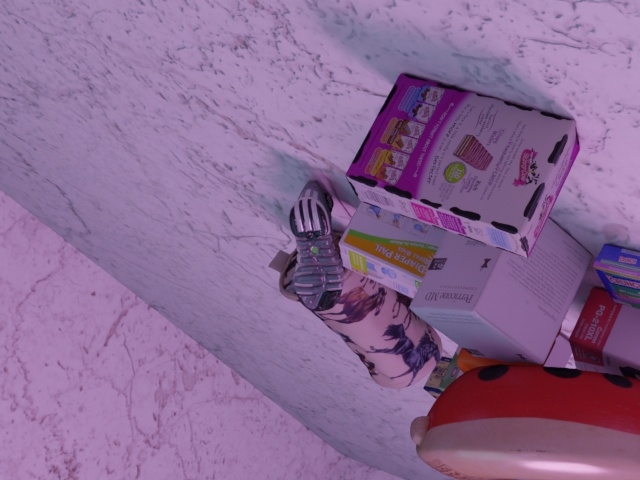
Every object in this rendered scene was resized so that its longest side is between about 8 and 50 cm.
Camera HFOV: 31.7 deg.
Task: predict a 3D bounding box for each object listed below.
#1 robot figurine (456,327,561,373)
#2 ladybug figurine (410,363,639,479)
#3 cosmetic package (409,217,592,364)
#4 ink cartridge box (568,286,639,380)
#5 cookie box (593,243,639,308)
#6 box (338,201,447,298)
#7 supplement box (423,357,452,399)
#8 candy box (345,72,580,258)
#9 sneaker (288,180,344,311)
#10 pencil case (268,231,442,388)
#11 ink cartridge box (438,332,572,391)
[{"bbox_3d":[0.299,0.161,1.767,0.128,0.219,0.158,13,155,44],"label":"robot figurine"},{"bbox_3d":[0.347,0.272,1.599,0.449,0.161,0.305,9,164,-13],"label":"ladybug figurine"},{"bbox_3d":[0.256,0.059,1.604,0.151,0.183,0.151,37,161,-25],"label":"cosmetic package"},{"bbox_3d":[0.509,0.180,1.693,0.237,0.100,0.172,20,162,26],"label":"ink cartridge box"},{"bbox_3d":[0.437,0.055,1.551,0.092,0.040,0.107,16,158,39],"label":"cookie box"},{"bbox_3d":[0.144,0.022,1.813,0.203,0.103,0.114,25,163,14],"label":"box"},{"bbox_3d":[0.284,0.312,2.457,0.056,0.083,0.083,5,150,51],"label":"supplement box"},{"bbox_3d":[0.170,-0.093,1.348,0.233,0.159,0.071,21,163,27],"label":"candy box"},{"bbox_3d":[0.000,0.000,1.913,0.086,0.132,0.228,1,125,7],"label":"sneaker"},{"bbox_3d":[0.080,0.138,2.155,0.183,0.160,0.410,26,165,44],"label":"pencil case"},{"bbox_3d":[0.330,0.225,2.013,0.093,0.154,0.212,35,162,-20],"label":"ink cartridge box"}]
